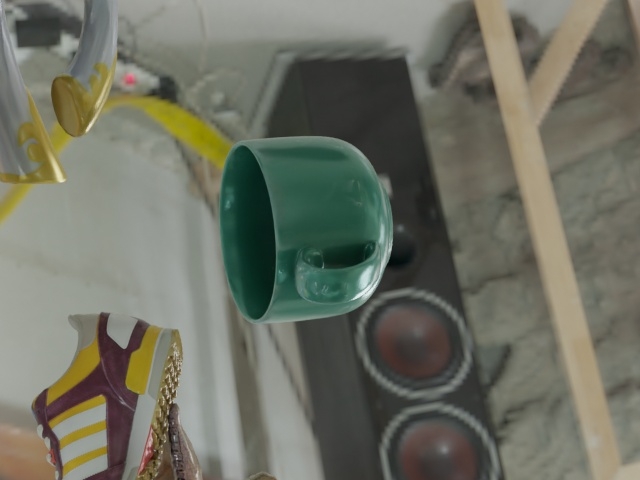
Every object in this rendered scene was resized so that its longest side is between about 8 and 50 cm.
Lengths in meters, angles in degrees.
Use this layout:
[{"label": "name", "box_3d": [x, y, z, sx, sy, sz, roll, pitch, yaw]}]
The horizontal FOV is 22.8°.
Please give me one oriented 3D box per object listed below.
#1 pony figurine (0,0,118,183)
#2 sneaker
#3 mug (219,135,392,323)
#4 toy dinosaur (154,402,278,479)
[{"label": "pony figurine", "box_3d": [-0.275, -0.211, 1.019, 0.351, 0.363, 0.303, -5, -170, -43]}, {"label": "sneaker", "box_3d": [-0.147, 0.136, 0.999, 0.084, 0.185, 0.069, 12, 159, 8]}, {"label": "mug", "box_3d": [-0.003, 0.002, 1.116, 0.097, 0.157, 0.129, -5, 146, -21]}, {"label": "toy dinosaur", "box_3d": [-0.127, 0.245, 1.075, 0.127, 0.200, 0.295, 35, 137, 6]}]
